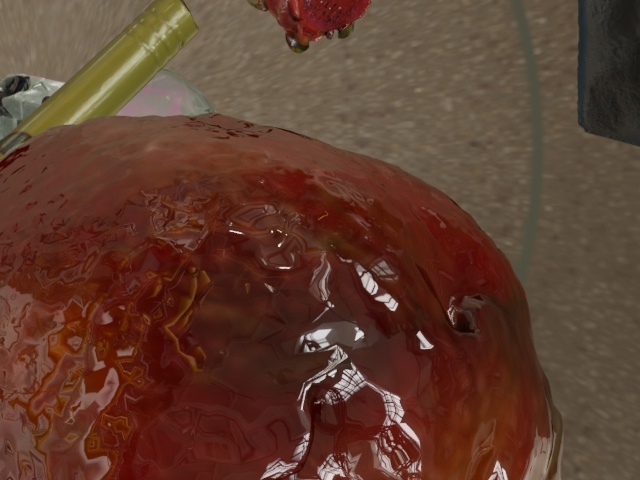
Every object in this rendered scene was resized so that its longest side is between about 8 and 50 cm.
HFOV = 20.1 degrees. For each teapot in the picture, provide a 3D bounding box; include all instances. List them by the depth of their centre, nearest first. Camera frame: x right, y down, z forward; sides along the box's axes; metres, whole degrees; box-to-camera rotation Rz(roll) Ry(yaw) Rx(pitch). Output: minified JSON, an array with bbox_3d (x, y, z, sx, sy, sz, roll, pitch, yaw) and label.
[{"bbox_3d":[-0.224,-0.073,1.866,0.221,0.178,0.163,-6,53,-25],"label":"teapot"}]

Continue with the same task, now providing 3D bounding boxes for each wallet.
[{"bbox_3d":[0.320,-0.217,1.890,0.025,0.124,0.244,-21,117,-38],"label":"wallet"}]

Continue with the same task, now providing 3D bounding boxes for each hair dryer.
[{"bbox_3d":[-0.177,-0.071,1.280,0.135,0.090,0.278,34,63,16],"label":"hair dryer"}]

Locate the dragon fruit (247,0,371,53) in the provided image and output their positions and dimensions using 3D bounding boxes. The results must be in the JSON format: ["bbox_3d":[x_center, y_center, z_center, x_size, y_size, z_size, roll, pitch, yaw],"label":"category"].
[{"bbox_3d":[-0.002,-0.291,1.787,0.150,0.133,0.207,1,59,13],"label":"dragon fruit"}]

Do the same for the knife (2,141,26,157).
[{"bbox_3d":[-0.190,-0.036,1.143,0.244,0.032,0.058,17,74,-29],"label":"knife"}]

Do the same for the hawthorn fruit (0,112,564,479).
[{"bbox_3d":[-0.027,0.043,0.462,0.173,0.179,0.173,-6,108,-21],"label":"hawthorn fruit"}]
